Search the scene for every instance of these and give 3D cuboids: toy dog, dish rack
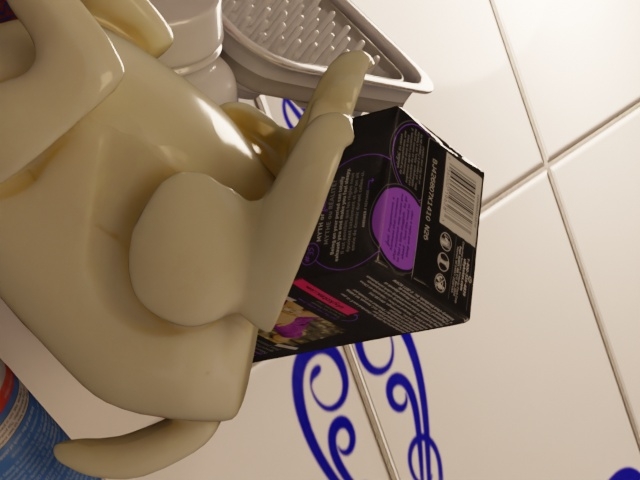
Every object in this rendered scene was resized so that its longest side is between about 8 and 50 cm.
[{"bbox_3d":[-0.207,-0.053,1.424,0.408,0.395,0.284,22,28,-1],"label":"toy dog"},{"bbox_3d":[-0.075,-0.224,1.806,0.285,0.072,0.333,5,34,-52],"label":"dish rack"}]

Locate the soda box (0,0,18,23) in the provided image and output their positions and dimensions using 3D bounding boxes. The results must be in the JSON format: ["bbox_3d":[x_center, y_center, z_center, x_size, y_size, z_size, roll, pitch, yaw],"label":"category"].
[{"bbox_3d":[-0.255,-0.265,1.696,0.092,0.083,0.263,-11,89,-52],"label":"soda box"}]

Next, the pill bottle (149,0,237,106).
[{"bbox_3d":[-0.150,-0.076,1.630,0.160,0.160,0.283,-37,137,-49],"label":"pill bottle"}]

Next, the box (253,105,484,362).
[{"bbox_3d":[0.000,0.000,1.791,0.143,0.270,0.165,34,55,-42],"label":"box"}]

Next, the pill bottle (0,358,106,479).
[{"bbox_3d":[-0.247,0.202,1.546,0.221,0.124,0.124,53,44,-27],"label":"pill bottle"}]
